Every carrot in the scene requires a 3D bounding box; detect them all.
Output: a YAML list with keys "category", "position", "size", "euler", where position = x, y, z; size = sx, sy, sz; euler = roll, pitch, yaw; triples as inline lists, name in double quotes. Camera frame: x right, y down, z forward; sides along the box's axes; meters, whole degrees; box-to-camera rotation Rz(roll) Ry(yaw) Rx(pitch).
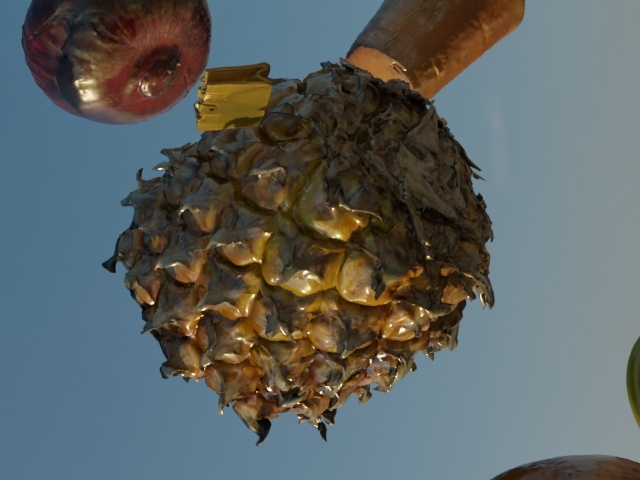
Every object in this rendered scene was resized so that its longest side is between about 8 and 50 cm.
- category: "carrot"
  position: [0.147, -0.310, 2.046]
  size: [0.254, 0.196, 0.196]
  euler: [-43, -42, -25]

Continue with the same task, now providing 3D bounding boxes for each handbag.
- category: "handbag"
  position: [-0.075, -0.123, 1.211]
  size: [0.083, 0.061, 0.027]
  euler: [115, 147, -67]

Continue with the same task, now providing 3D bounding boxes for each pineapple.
- category: "pineapple"
  position: [0.000, 0.001, 1.379]
  size: [0.352, 0.300, 0.352]
  euler: [35, -142, -33]

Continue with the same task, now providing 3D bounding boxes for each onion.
- category: "onion"
  position: [-0.246, -0.250, 1.774]
  size: [0.190, 0.246, 0.246]
  euler: [55, 178, 33]

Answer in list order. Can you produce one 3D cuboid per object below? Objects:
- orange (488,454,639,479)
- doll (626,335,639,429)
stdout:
- category: "orange"
  position: [0.184, 0.288, 0.974]
  size: [0.226, 0.284, 0.284]
  euler: [51, -142, -46]
- category: "doll"
  position: [0.430, 0.174, 1.393]
  size: [0.311, 0.159, 0.242]
  euler: [62, 156, 22]
